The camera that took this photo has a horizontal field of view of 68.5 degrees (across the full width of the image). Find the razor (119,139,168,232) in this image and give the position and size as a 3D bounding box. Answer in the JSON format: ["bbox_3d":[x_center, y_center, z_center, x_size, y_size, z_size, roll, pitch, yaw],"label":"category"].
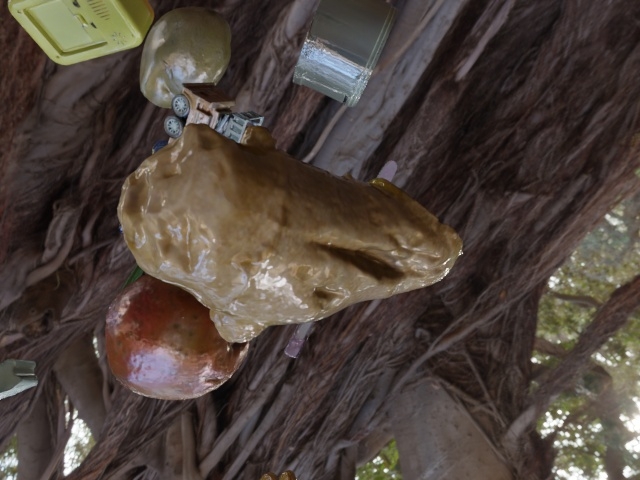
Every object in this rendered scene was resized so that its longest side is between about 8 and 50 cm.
[{"bbox_3d":[-0.306,-0.105,0.889,0.093,0.056,0.324,-17,-144,-3],"label":"razor"}]

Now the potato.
[{"bbox_3d":[-0.282,-0.374,0.969,0.160,0.235,0.177,35,-160,-28],"label":"potato"}]

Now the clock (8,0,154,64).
[{"bbox_3d":[-0.415,-0.404,0.824,0.143,0.202,0.096,63,-153,-50],"label":"clock"}]

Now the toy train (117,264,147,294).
[{"bbox_3d":[-0.565,0.109,1.623,0.120,0.202,0.301,44,-167,-20],"label":"toy train"}]

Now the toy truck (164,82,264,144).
[{"bbox_3d":[-0.171,-0.132,0.704,0.115,0.177,0.080,32,-152,9],"label":"toy truck"}]

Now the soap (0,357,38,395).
[{"bbox_3d":[-0.704,0.312,1.040,0.115,0.198,0.063,-20,-98,-23],"label":"soap"}]

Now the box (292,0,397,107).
[{"bbox_3d":[0.050,-0.419,1.013,0.150,0.226,0.226,23,-149,-5],"label":"box"}]

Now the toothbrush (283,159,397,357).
[{"bbox_3d":[0.035,0.024,0.751,0.024,0.353,0.029,30,171,-12],"label":"toothbrush"}]

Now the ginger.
[{"bbox_3d":[0.000,0.000,0.437,0.354,0.189,0.126,0,-167,-33],"label":"ginger"}]

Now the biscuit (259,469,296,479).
[{"bbox_3d":[-0.066,0.553,0.952,0.035,0.158,0.240,6,178,-37],"label":"biscuit"}]

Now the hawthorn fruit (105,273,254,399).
[{"bbox_3d":[-0.367,0.257,1.325,0.403,0.402,0.402,25,-149,-16],"label":"hawthorn fruit"}]
